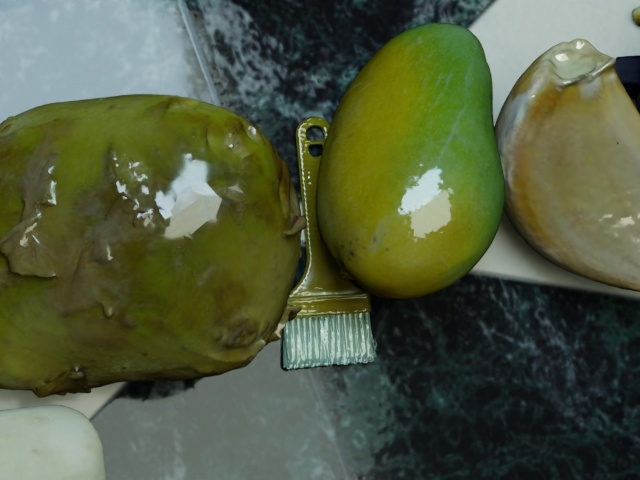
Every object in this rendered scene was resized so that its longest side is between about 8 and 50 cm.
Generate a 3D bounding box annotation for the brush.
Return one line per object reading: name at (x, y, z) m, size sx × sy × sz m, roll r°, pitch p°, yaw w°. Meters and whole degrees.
brush at (0.000, 0.000, 1.497) m, size 0.082 × 0.010 × 0.218 m, roll -2°, pitch 80°, yaw -16°

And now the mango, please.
mango at (0.075, -0.071, 1.462) m, size 0.156 × 0.114 × 0.251 m, roll -5°, pitch 68°, yaw 23°

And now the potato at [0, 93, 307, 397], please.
potato at (-0.157, -0.004, 1.357) m, size 0.299 × 0.196 × 0.246 m, roll -11°, pitch 82°, yaw -16°

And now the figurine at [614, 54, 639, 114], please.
figurine at (0.409, -0.123, 1.572) m, size 0.308 × 0.143 × 0.308 m, roll 13°, pitch 59°, yaw -23°

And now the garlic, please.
garlic at (0.243, -0.050, 1.499) m, size 0.245 × 0.164 × 0.145 m, roll 52°, pitch 54°, yaw -8°

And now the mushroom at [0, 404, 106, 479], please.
mushroom at (-0.317, 0.188, 1.255) m, size 0.336 × 0.314 × 0.314 m, roll -4°, pitch 80°, yaw -49°

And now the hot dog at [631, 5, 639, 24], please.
hot dog at (0.331, -0.215, 1.623) m, size 0.090 × 0.030 × 0.034 m, roll -23°, pitch 89°, yaw -18°
